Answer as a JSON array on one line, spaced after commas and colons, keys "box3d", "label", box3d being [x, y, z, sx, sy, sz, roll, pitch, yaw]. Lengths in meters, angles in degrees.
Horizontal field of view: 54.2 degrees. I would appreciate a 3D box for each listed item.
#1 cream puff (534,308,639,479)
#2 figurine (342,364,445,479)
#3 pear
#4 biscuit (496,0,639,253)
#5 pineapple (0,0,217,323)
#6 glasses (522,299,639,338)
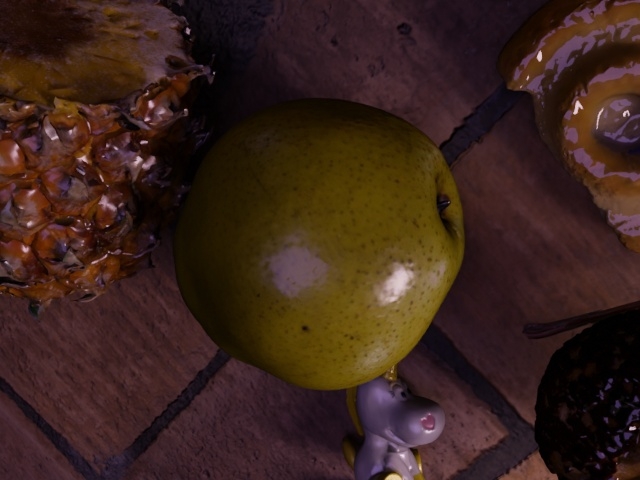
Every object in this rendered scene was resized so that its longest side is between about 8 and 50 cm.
[{"box3d": [0.310, 0.180, 0.559, 0.239, 0.165, 0.239, 16, 119, 31], "label": "cream puff"}, {"box3d": [0.082, 0.227, 0.765, 0.129, 0.109, 0.178, 20, 108, 34], "label": "figurine"}, {"box3d": [0.000, 0.000, 0.624, 0.294, 0.294, 0.294, 5, 107, 16], "label": "pear"}, {"box3d": [0.313, -0.133, 0.586, 0.213, 0.091, 0.274, -42, 88, 25], "label": "biscuit"}, {"box3d": [-0.289, -0.106, 0.636, 0.352, 0.352, 0.300, 26, 127, 9], "label": "pineapple"}, {"box3d": [0.369, 0.164, 0.640, 0.268, 0.118, 0.234, -17, 101, 21], "label": "glasses"}]
